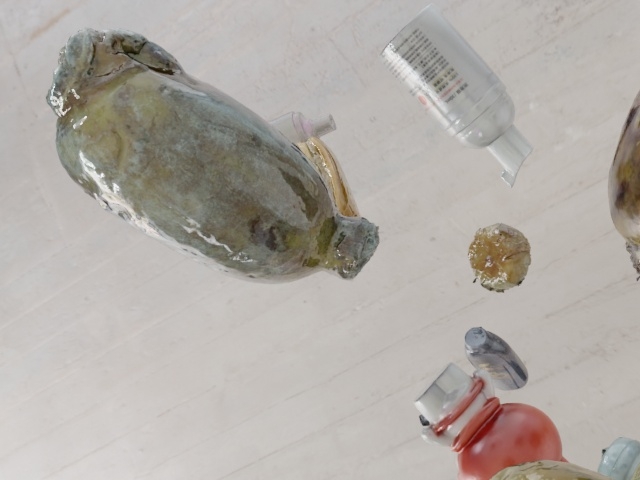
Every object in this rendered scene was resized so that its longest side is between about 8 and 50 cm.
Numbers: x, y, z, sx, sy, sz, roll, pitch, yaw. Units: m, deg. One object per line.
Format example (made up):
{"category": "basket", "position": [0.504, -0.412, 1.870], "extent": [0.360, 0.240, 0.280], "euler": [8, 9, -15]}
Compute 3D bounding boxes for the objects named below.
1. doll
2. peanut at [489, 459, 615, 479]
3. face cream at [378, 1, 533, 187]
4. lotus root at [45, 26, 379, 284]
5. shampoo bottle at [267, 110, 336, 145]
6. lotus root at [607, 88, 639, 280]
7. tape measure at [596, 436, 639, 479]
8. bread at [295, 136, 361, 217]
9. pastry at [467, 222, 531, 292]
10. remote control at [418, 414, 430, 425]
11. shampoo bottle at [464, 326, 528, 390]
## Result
{"category": "doll", "position": [0.262, 0.303, 0.851], "extent": [0.161, 0.130, 0.290], "euler": [-43, 78, -14]}
{"category": "peanut", "position": [0.199, 0.229, 0.410], "extent": [0.224, 0.129, 0.129], "euler": [3, 85, 45]}
{"category": "face cream", "position": [0.287, -0.271, 1.185], "extent": [0.145, 0.145, 0.370], "euler": [-43, 95, 9]}
{"category": "lotus root", "position": [-0.101, -0.055, 0.597], "extent": [0.349, 0.175, 0.175], "euler": [33, 96, -20]}
{"category": "shampoo bottle", "position": [-0.116, -0.143, 1.039], "extent": [0.303, 0.092, 0.092], "euler": [-22, 79, 14]}
{"category": "lotus root", "position": [0.321, -0.088, 0.484], "extent": [0.141, 0.169, 0.314], "euler": [13, 109, 4]}
{"category": "tape measure", "position": [0.612, 0.509, 1.301], "extent": [0.084, 0.330, 0.164], "euler": [15, 92, 43]}
{"category": "bread", "position": [0.006, -0.059, 0.866], "extent": [0.077, 0.116, 0.201], "euler": [-25, 48, 8]}
{"category": "pastry", "position": [0.389, 0.036, 1.321], "extent": [0.153, 0.081, 0.154], "euler": [-26, 60, 58]}
{"category": "remote control", "position": [0.301, 0.455, 1.555], "extent": [0.096, 0.039, 0.014], "euler": [1, 117, -5]}
{"category": "shampoo bottle", "position": [0.340, 0.233, 1.190], "extent": [0.087, 0.234, 0.049], "euler": [-15, 52, 26]}
